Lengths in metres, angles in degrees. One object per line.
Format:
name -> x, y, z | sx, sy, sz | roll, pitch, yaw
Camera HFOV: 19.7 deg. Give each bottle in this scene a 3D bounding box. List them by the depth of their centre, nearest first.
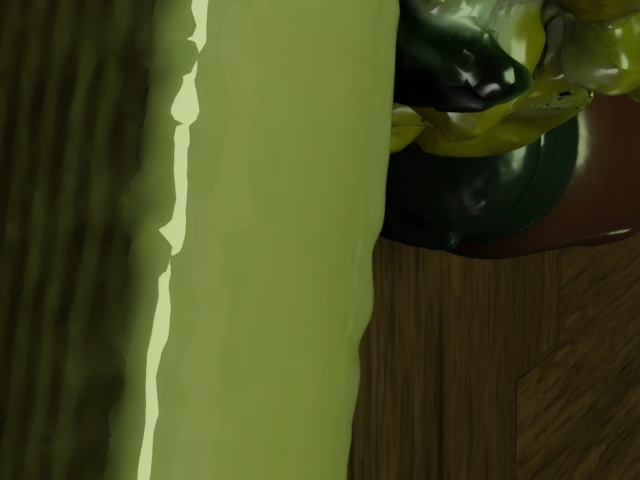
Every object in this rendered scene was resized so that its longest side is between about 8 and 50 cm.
bottle -> 0.111, -0.057, 1.008 | 0.336, 0.144, 0.144 | -12, 107, -68

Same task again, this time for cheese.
cheese -> -0.109, 0.020, 0.518 | 0.124, 0.243, 0.265 | 6, 90, -63

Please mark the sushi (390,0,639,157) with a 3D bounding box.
sushi -> 0.030, -0.171, 0.671 | 0.329, 0.328, 0.285 | -1, 108, -64
